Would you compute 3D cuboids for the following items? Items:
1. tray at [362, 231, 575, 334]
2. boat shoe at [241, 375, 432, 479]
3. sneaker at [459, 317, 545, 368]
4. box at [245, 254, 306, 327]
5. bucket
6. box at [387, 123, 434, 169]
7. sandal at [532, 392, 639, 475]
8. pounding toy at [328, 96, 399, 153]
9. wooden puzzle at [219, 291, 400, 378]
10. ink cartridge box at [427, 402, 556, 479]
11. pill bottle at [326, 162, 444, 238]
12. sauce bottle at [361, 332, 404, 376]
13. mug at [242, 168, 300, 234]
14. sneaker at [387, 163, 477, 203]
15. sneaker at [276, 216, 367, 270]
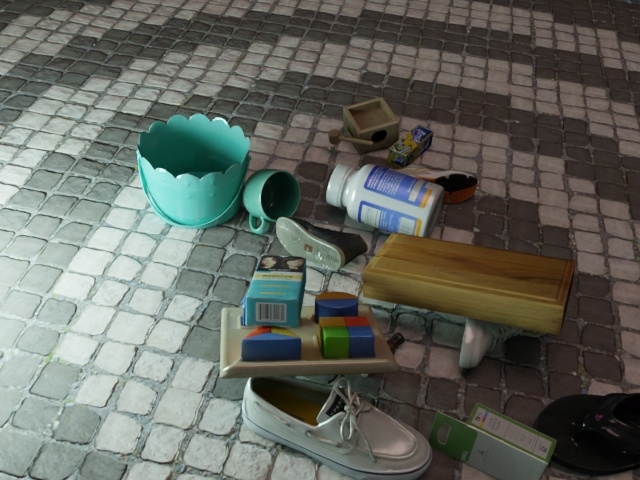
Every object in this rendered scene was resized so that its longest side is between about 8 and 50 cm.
[{"bbox_3d":[0.318,0.080,1.533,0.411,0.076,0.203,10,30,21],"label":"tray"},{"bbox_3d":[0.032,0.317,1.303,0.367,0.156,0.135,18,45,13],"label":"boat shoe"},{"bbox_3d":[0.404,0.179,1.540,0.169,0.108,0.292,17,41,17],"label":"sneaker"},{"bbox_3d":[-0.084,0.096,1.425,0.101,0.060,0.244,2,18,1],"label":"box"},{"bbox_3d":[-0.316,-0.171,1.800,0.282,0.183,0.281,3,42,-2],"label":"bucket"},{"bbox_3d":[0.263,-0.272,2.073,0.059,0.054,0.169,27,46,23],"label":"box"},{"bbox_3d":[0.628,0.352,1.369,0.446,0.107,0.167,1,42,-4],"label":"sandal"},{"bbox_3d":[0.120,-0.304,2.073,0.206,0.094,0.181,-17,51,-11],"label":"pounding toy"},{"bbox_3d":[-0.034,0.172,1.406,0.323,0.080,0.348,-1,13,-7],"label":"wooden puzzle"},{"bbox_3d":[0.311,0.370,1.312,0.209,0.108,0.062,22,44,19],"label":"ink cartridge box"},{"bbox_3d":[0.160,-0.105,1.800,0.272,0.152,0.152,20,43,15],"label":"pill bottle"},{"bbox_3d":[0.127,0.237,1.496,0.042,0.042,0.128,34,46,28],"label":"sauce bottle"},{"bbox_3d":[-0.139,-0.107,1.787,0.097,0.129,0.158,12,43,46],"label":"mug"},{"bbox_3d":[0.292,-0.168,1.932,0.263,0.099,0.121,-1,38,-9],"label":"sneaker"},{"bbox_3d":[0.000,0.000,1.735,0.222,0.083,0.118,31,32,30],"label":"sneaker"}]
